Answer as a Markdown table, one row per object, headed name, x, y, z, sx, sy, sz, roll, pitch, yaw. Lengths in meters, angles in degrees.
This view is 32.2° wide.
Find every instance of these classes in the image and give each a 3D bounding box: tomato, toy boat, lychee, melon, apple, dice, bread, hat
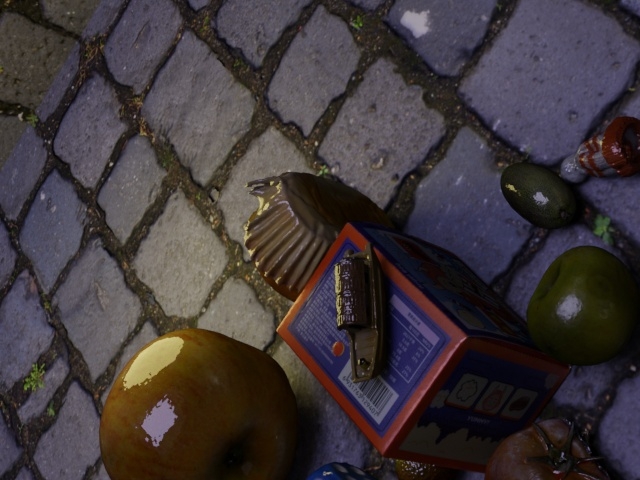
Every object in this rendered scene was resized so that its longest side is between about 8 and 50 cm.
| name | x | y | z | sx | sy | sz | roll | pitch | yaw |
| --- | --- | --- | --- | --- | --- | --- | --- | --- | --- |
| tomato | 0.342 | 0.393 | 1.748 | 0.214 | 0.155 | 0.181 | 52 | 137 | 44 |
| toy boat | 0.060 | 0.112 | 1.738 | 0.068 | 0.088 | 0.226 | -19 | 62 | 37 |
| lychee | 0.188 | 0.396 | 1.954 | 0.114 | 0.114 | 0.146 | -41 | 37 | 27 |
| melon | 0.378 | -0.081 | 1.939 | 0.099 | 0.099 | 0.162 | -58 | 43 | 13 |
| apple | 0.422 | 0.109 | 1.772 | 0.157 | 0.196 | 0.196 | 31 | 101 | 3 |
| dice | 0.044 | 0.502 | 2.037 | 0.143 | 0.146 | 0.146 | 39 | 104 | 42 |
| apple | -0.227 | 0.372 | 2.182 | 0.333 | 0.400 | 0.400 | 4 | 79 | 42 |
| bread | 0.005 | 0.010 | 2.070 | 0.183 | 0.388 | 0.236 | -40 | 59 | 22 |
| hat | 0.470 | -0.142 | 1.879 | 0.162 | 0.094 | 0.112 | -16 | 27 | 48 |

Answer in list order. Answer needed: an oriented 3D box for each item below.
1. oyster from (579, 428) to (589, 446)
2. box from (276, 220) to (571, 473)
| name | x | y | z | sx | sy | sz | roll | pitch | yaw |
| --- | --- | --- | --- | --- | --- | --- | --- | --- | --- |
| oyster | 0.416 | 0.351 | 1.804 | 0.093 | 0.034 | 0.051 | -51 | 39 | 34 |
| box | 0.175 | 0.181 | 1.893 | 0.257 | 0.318 | 0.349 | -58 | 45 | 14 |
